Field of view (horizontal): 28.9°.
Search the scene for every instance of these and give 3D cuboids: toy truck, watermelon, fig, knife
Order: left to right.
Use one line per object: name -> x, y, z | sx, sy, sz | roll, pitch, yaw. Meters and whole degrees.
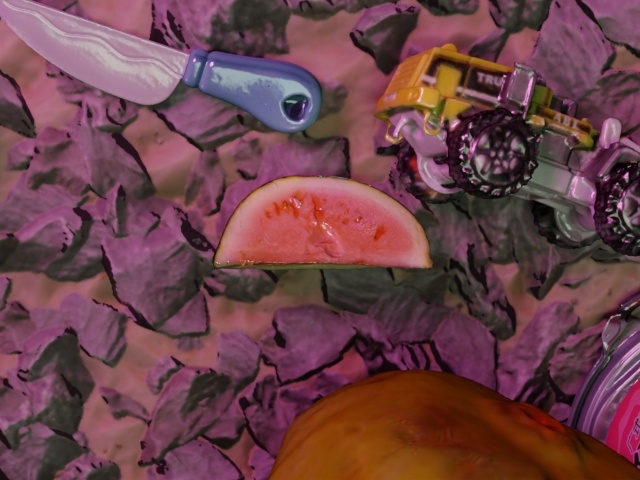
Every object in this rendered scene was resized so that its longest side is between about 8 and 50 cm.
knife -> -0.118, -0.124, 0.904 | 0.244, 0.032, 0.058 | 13, 116, -8
watermelon -> -0.002, 0.004, 0.946 | 0.163, 0.087, 0.069 | 2, 141, -7
fig -> 0.086, 0.276, 0.913 | 0.343, 0.343, 0.343 | -3, 111, -7
toy truck -> 0.178, -0.056, 0.917 | 0.286, 0.136, 0.111 | 20, 85, -16

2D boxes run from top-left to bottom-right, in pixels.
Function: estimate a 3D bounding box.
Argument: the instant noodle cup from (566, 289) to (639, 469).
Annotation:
instant noodle cup -> 0.348, 0.191, 1.002 | 0.258, 0.181, 0.302 | -42, 110, 7
